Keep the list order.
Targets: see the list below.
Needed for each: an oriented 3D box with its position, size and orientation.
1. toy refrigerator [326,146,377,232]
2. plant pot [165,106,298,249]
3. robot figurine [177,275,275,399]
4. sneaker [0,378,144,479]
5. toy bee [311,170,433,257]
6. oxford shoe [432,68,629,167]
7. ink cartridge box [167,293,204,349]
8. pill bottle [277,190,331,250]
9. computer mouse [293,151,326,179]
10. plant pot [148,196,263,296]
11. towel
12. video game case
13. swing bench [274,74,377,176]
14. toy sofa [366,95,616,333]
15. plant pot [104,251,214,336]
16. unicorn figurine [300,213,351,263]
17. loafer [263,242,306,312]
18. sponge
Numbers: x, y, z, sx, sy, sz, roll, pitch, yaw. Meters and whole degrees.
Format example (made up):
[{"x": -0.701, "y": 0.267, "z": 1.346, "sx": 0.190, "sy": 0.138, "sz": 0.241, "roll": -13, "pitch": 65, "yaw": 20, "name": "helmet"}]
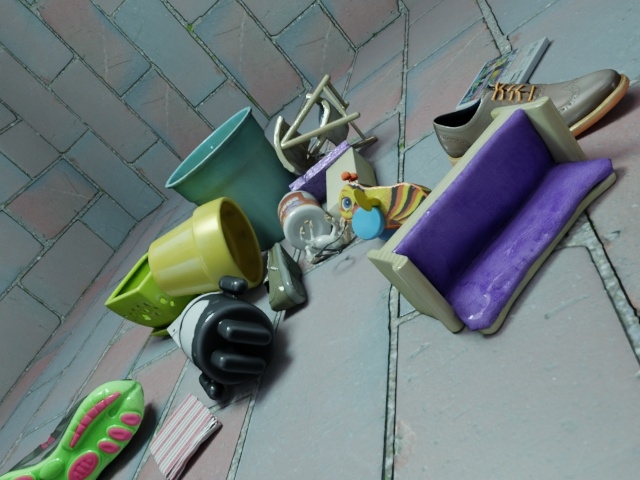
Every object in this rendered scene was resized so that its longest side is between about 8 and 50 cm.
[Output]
[{"x": 0.083, "y": -0.134, "z": 1.372, "sx": 0.102, "sy": 0.094, "sz": 0.269, "roll": -42, "pitch": 20, "yaw": 19, "name": "toy refrigerator"}, {"x": -0.227, "y": -0.164, "z": 1.629, "sx": 0.341, "sy": 0.334, "sz": 0.341, "roll": -36, "pitch": 22, "yaw": 17, "name": "plant pot"}, {"x": -0.204, "y": 0.202, "z": 1.132, "sx": 0.209, "sy": 0.173, "sz": 0.278, "roll": -42, "pitch": 21, "yaw": -19, "name": "robot figurine"}, {"x": -0.595, "y": 0.521, "z": 1.279, "sx": 0.483, "sy": 0.185, "sz": 0.202, "roll": -41, "pitch": 4, "yaw": -3, "name": "sneaker"}, {"x": 0.097, "y": -0.076, "z": 1.100, "sx": 0.299, "sy": 0.162, "sz": 0.195, "roll": -13, "pitch": -8, "yaw": 16, "name": "toy bee"}, {"x": 0.373, "y": -0.241, "z": 1.008, "sx": 0.364, "sy": 0.132, "sz": 0.130, "roll": -20, "pitch": 31, "yaw": 45, "name": "oxford shoe"}, {"x": -0.309, "y": 0.226, "z": 1.394, "sx": 0.139, "sy": 0.082, "sz": 0.191, "roll": -48, "pitch": 20, "yaw": -14, "name": "ink cartridge box"}, {"x": -0.050, "y": -0.063, "z": 1.425, "sx": 0.121, "sy": 0.121, "sz": 0.216, "roll": -41, "pitch": 22, "yaw": 4, "name": "pill bottle"}, {"x": -0.094, "y": -0.212, "z": 1.841, "sx": 0.272, "sy": 0.072, "sz": 0.188, "roll": -39, "pitch": 23, "yaw": 11, "name": "computer mouse"}, {"x": -0.313, "y": 0.040, "z": 1.437, "sx": 0.239, "sy": 0.254, "sz": 0.254, "roll": -20, "pitch": 27, "yaw": 11, "name": "plant pot"}, {"x": -0.284, "y": 0.401, "z": 1.108, "sx": 0.144, "sy": 0.029, "sz": 0.197, "roll": -51, "pitch": 21, "yaw": -18, "name": "towel"}, {"x": 0.451, "y": -0.409, "z": 1.333, "sx": 0.183, "sy": 0.023, "sz": 0.201, "roll": -8, "pitch": 42, "yaw": 55, "name": "video game case"}, {"x": 0.001, "y": -0.308, "z": 1.579, "sx": 0.255, "sy": 0.165, "sz": 0.253, "roll": -38, "pitch": -13, "yaw": 10, "name": "swing bench"}, {"x": 0.261, "y": -0.044, "z": 0.819, "sx": 0.362, "sy": 0.150, "sz": 0.177, "roll": -47, "pitch": 21, "yaw": -11, "name": "toy sofa"}, {"x": -0.469, "y": 0.156, "z": 1.628, "sx": 0.228, "sy": 0.207, "sz": 0.227, "roll": -22, "pitch": 30, "yaw": 43, "name": "plant pot"}, {"x": 0.000, "y": 0.000, "z": 1.274, "sx": 0.162, "sy": 0.111, "sz": 0.060, "roll": -9, "pitch": 27, "yaw": 32, "name": "unicorn figurine"}, {"x": -0.101, "y": 0.086, "z": 1.276, "sx": 0.087, "sy": 0.094, "sz": 0.251, "roll": -36, "pitch": 23, "yaw": 7, "name": "loafer"}, {"x": 0.024, "y": -0.187, "z": 1.537, "sx": 0.210, "sy": 0.117, "sz": 0.031, "roll": -37, "pitch": 55, "yaw": 15, "name": "sponge"}]
